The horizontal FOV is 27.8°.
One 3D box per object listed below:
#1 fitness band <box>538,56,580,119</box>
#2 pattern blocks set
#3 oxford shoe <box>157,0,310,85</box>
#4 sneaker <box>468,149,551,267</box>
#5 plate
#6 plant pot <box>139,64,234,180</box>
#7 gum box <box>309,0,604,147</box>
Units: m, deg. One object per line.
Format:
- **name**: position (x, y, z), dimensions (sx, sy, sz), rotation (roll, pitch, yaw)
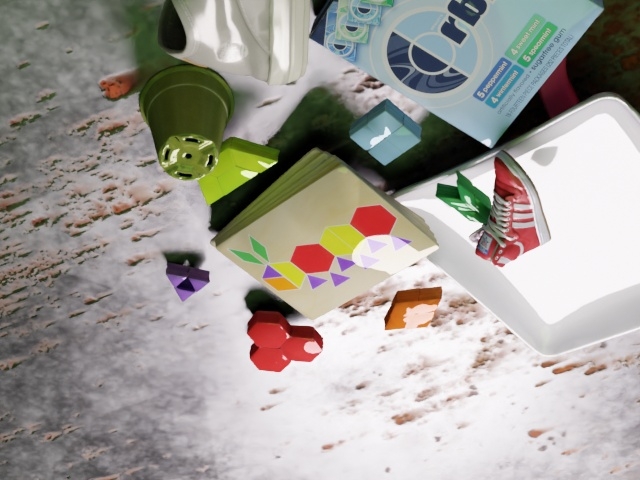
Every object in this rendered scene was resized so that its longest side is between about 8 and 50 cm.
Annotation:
- **fitness band**: position (0.304, -0.141, 1.139), dimensions (0.209, 0.054, 0.291), rotation (-24, 129, 14)
- **pattern blocks set**: position (0.000, 0.000, 1.213), dimensions (0.325, 0.026, 0.285), rotation (-24, 127, 28)
- **oxford shoe**: position (-0.072, -0.290, 0.892), dimensions (0.130, 0.169, 0.449), rotation (-2, 137, -3)
- **sneaker**: position (0.157, -0.022, 1.125), dimensions (0.067, 0.042, 0.118), rotation (-33, 133, -3)
- **plate**: position (0.238, -0.012, 1.202), dimensions (0.278, 0.045, 0.277), rotation (-25, 126, 40)
- **plant pot**: position (-0.114, -0.095, 1.111), dimensions (0.083, 0.079, 0.083), rotation (-3, 131, -4)
- **gum box**: position (0.109, -0.185, 1.054), dimensions (0.184, 0.041, 0.157), rotation (29, 124, -11)
